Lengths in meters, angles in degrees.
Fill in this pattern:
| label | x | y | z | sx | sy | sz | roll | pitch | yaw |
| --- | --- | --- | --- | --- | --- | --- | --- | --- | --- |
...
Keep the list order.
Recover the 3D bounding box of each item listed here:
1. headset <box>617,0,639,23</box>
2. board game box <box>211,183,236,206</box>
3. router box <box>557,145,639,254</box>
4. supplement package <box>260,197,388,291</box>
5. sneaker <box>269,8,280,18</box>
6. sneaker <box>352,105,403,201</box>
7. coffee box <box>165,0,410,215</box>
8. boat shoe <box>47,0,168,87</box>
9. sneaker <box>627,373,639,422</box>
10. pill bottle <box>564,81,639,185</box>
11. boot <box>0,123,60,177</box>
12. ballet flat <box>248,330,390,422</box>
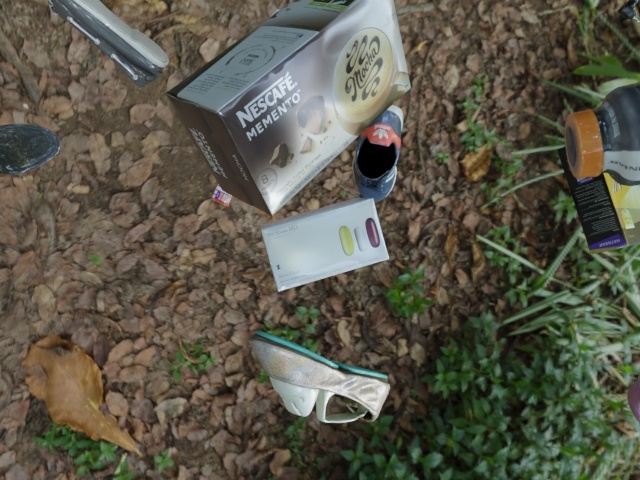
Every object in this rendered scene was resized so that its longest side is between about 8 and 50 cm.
| label | x | y | z | sx | sy | sz | roll | pitch | yaw |
| --- | --- | --- | --- | --- | --- | --- | --- | --- | --- |
| headset | 0.445 | -0.306 | 0.425 | 0.185 | 0.394 | 0.244 | 5 | 84 | -15 |
| board game box | -0.190 | -0.173 | 1.230 | 0.045 | 0.193 | 0.147 | 26 | 107 | -4 |
| router box | 0.681 | -0.106 | 1.181 | 0.308 | 0.081 | 0.243 | -6 | 78 | -41 |
| supplement package | 0.000 | 0.000 | 1.223 | 0.261 | 0.204 | 0.145 | -17 | 97 | -6 |
| sneaker | -0.057 | -0.352 | 1.142 | 0.160 | 0.102 | 0.283 | 1 | 109 | -17 |
| sneaker | 0.141 | -0.193 | 1.376 | 0.131 | 0.350 | 0.148 | 10 | 57 | 9 |
| coffee box | -0.027 | -0.199 | 0.684 | 0.297 | 0.118 | 0.168 | -44 | 138 | -20 |
| boat shoe | -0.483 | -0.453 | 1.084 | 0.095 | 0.112 | 0.335 | -40 | 126 | 20 |
| sneaker | 0.379 | 0.116 | 0.414 | 0.236 | 0.095 | 0.105 | -23 | 79 | 6 |
| pill bottle | 0.447 | -0.141 | 0.648 | 0.245 | 0.130 | 0.131 | -9 | 94 | 15 |
| boot | -0.640 | -0.177 | 1.081 | 0.263 | 0.280 | 0.096 | -25 | 105 | -2 |
| ballet flat | 0.001 | 0.241 | 0.847 | 0.315 | 0.107 | 0.106 | 28 | 74 | -35 |
